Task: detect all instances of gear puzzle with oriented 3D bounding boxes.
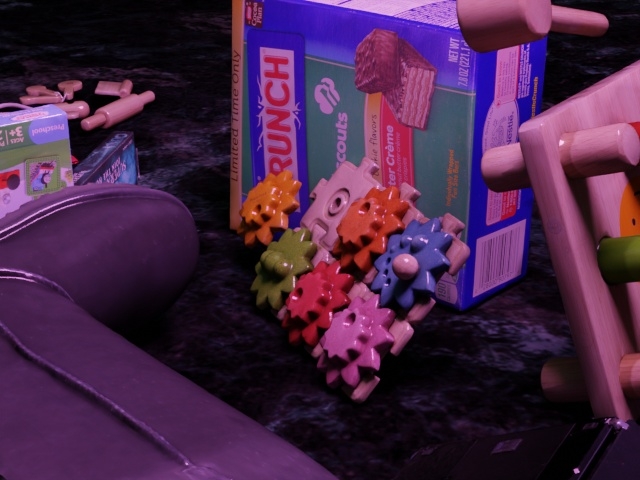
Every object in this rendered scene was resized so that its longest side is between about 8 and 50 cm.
[{"bbox_3d":[0.000,0.000,1.136,0.044,0.175,0.339,33,4,-32],"label":"gear puzzle"}]

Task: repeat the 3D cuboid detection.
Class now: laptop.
[{"bbox_3d":[0.145,0.223,0.786,0.264,0.136,0.234,-17,11,35],"label":"laptop"}]

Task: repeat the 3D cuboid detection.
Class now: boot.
[{"bbox_3d":[-0.130,0.097,0.892,0.367,0.146,0.445,-20,27,-36],"label":"boot"}]

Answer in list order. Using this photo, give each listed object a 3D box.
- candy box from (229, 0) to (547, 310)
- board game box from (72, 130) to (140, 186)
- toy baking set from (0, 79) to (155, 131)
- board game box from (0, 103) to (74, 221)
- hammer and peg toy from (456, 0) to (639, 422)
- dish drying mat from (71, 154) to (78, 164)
[{"bbox_3d":[0.055,-0.109,1.248,0.317,0.268,0.122,20,28,40],"label":"candy box"},{"bbox_3d":[-0.218,-0.019,1.225,0.026,0.126,0.186,3,24,10],"label":"board game box"},{"bbox_3d":[-0.358,-0.181,1.742,0.197,0.030,0.256,5,23,21],"label":"toy baking set"},{"bbox_3d":[-0.285,0.003,1.063,0.160,0.211,0.039,-16,27,-32],"label":"board game box"},{"bbox_3d":[0.249,-0.060,1.025,0.127,0.361,0.266,-9,12,40],"label":"hammer and peg toy"},{"bbox_3d":[-0.338,-0.108,1.589,0.032,0.008,0.083,-14,27,-28],"label":"dish drying mat"}]
